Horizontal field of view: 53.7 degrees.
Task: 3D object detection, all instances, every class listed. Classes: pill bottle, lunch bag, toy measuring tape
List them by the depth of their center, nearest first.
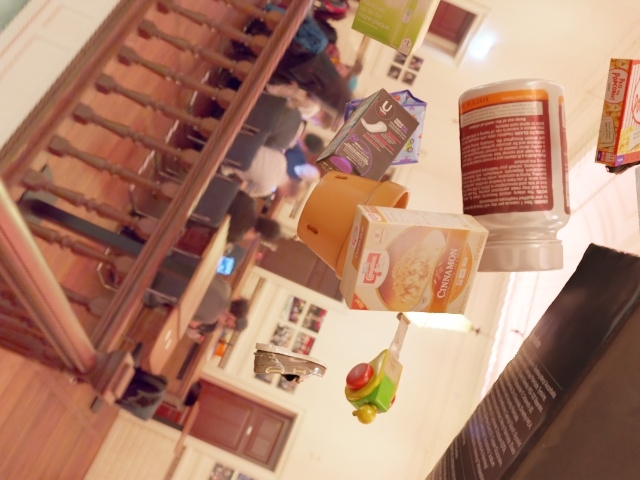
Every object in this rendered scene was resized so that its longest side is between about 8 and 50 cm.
[{"bbox_3d":[0.417,-0.129,1.367,0.224,0.224,0.391,100,-12,-88],"label":"pill bottle"},{"bbox_3d":[0.130,0.298,1.474,0.330,0.122,0.121,-63,177,-51],"label":"toy measuring tape"},{"bbox_3d":[0.184,-0.363,2.102,0.138,0.294,0.220,-128,-147,-49],"label":"lunch bag"}]

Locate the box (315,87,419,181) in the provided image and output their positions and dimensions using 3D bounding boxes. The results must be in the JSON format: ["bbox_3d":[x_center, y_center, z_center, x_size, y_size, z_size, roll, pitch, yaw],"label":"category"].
[{"bbox_3d":[0.140,-0.291,1.891,0.270,0.165,0.143,-54,-164,-17],"label":"box"}]

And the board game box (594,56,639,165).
[{"bbox_3d":[0.588,-0.247,1.197,0.147,0.045,0.193,-15,114,-37],"label":"board game box"}]

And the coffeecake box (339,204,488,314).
[{"bbox_3d":[0.135,0.031,0.940,0.068,0.186,0.142,-118,-145,-62],"label":"coffeecake box"}]

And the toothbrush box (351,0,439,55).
[{"bbox_3d":[0.242,-0.728,1.873,0.122,0.206,0.283,-49,165,-52],"label":"toothbrush box"}]

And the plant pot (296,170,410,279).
[{"bbox_3d":[0.076,-0.049,1.632,0.290,0.204,0.290,-55,165,-23],"label":"plant pot"}]

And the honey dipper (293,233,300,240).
[{"bbox_3d":[0.000,0.000,1.837,0.030,0.161,0.030,-173,-90,-82],"label":"honey dipper"}]

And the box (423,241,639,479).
[{"bbox_3d":[0.423,0.330,0.748,0.471,0.480,0.297,-58,174,7],"label":"box"}]

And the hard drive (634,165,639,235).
[{"bbox_3d":[1.097,-0.061,2.039,0.047,0.233,0.353,-30,-156,40],"label":"hard drive"}]

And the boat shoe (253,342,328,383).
[{"bbox_3d":[-0.090,0.381,1.908,0.305,0.109,0.091,28,68,-46],"label":"boat shoe"}]

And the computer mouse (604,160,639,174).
[{"bbox_3d":[0.905,-0.305,1.814,0.184,0.060,0.261,141,-33,-67],"label":"computer mouse"}]
